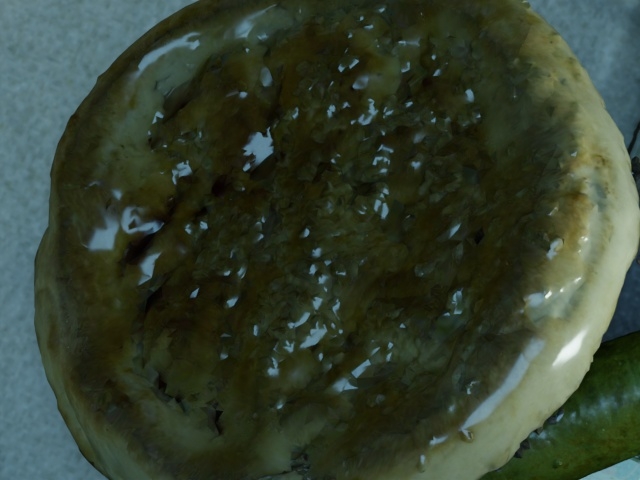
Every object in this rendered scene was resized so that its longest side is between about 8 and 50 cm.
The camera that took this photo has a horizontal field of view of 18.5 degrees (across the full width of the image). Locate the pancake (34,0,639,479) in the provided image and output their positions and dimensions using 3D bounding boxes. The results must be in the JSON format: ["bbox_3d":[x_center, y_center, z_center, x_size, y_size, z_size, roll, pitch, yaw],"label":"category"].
[{"bbox_3d":[0.000,0.001,1.118,0.382,0.071,0.382,-11,60,20],"label":"pancake"}]

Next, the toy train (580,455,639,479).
[{"bbox_3d":[0.128,0.112,1.168,0.194,0.081,0.125,21,91,6],"label":"toy train"}]

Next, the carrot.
[{"bbox_3d":[0.192,0.074,1.071,0.359,0.074,0.074,-24,82,16],"label":"carrot"}]
